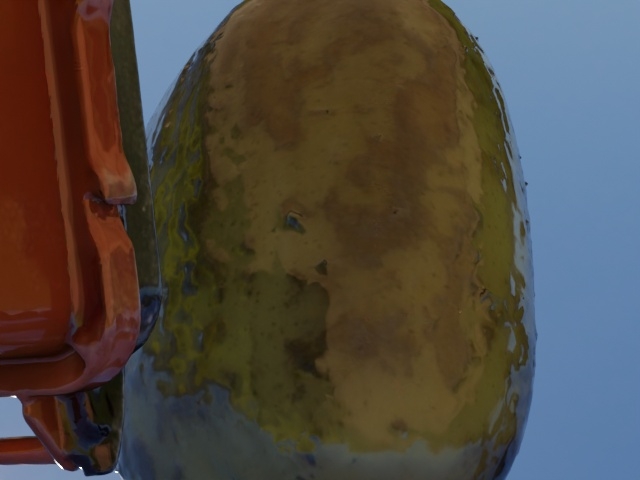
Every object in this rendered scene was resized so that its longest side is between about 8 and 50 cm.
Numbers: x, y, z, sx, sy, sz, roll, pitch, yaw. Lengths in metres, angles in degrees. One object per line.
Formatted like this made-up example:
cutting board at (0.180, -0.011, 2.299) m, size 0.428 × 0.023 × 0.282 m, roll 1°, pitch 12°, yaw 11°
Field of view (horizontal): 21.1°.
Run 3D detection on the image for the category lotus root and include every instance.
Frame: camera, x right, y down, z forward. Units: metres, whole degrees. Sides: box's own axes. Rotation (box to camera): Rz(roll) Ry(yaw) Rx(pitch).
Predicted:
lotus root at (0.000, 0.000, 0.688) m, size 0.173 × 0.173 × 0.309 m, roll 6°, pitch -125°, yaw -10°

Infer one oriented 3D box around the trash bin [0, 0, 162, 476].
trash bin at (-0.163, -0.013, 0.420) m, size 0.161 × 0.184 × 0.239 m, roll -6°, pitch -178°, yaw 33°
